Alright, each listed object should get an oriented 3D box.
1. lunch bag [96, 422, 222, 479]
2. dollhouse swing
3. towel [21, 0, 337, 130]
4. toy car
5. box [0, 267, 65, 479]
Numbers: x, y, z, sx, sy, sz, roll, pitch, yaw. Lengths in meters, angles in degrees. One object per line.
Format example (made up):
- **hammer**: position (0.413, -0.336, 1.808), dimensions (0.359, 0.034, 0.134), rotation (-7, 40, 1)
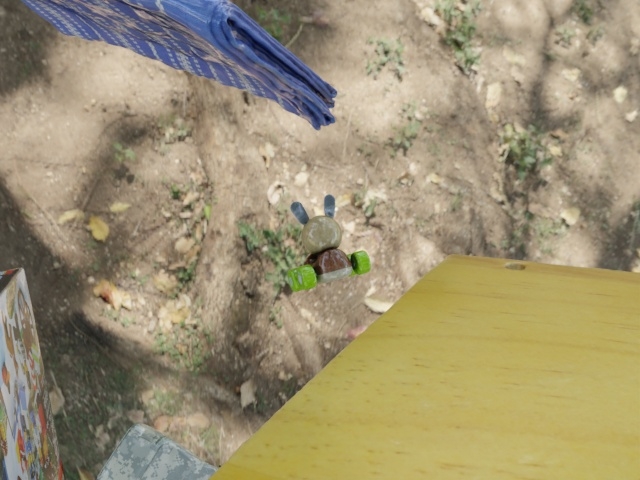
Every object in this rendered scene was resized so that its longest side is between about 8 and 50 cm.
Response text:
- **lunch bag**: position (-0.371, 0.613, 1.599), dimensions (0.256, 0.213, 0.305), rotation (17, 59, 24)
- **dollhouse swing**: position (0.105, 0.209, 0.444), dimensions (0.315, 0.305, 0.347), rotation (6, 19, 27)
- **towel**: position (-0.164, -0.179, 0.586), dimensions (0.335, 0.243, 0.040), rotation (22, 93, 20)
- **toy car**: position (0.000, 0.000, 1.524), dimensions (0.155, 0.149, 0.189), rotation (-14, 88, -18)
- **box**: position (-0.158, 0.109, 0.327), dimensions (0.044, 0.233, 0.159), rotation (-10, 100, -15)
